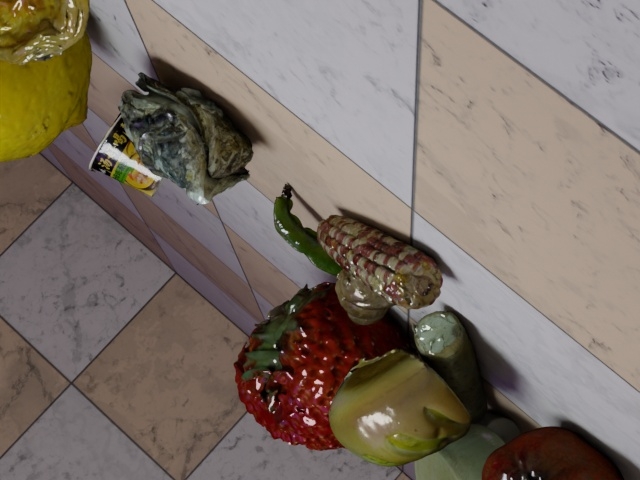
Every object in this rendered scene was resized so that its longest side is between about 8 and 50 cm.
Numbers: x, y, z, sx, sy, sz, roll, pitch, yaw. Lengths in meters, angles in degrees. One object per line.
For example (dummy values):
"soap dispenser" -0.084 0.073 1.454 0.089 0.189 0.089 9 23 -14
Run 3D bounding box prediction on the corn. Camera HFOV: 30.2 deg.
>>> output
"corn" 0.069 0.020 1.529 0.079 0.079 0.237 50 171 -35

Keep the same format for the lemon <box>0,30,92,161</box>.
"lemon" -0.507 -0.278 1.780 0.336 0.336 0.336 41 169 10

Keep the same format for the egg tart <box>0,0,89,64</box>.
"egg tart" -0.401 -0.347 1.569 0.241 0.106 0.241 9 121 16

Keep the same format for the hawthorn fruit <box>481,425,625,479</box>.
"hawthorn fruit" 0.339 0.367 1.640 0.208 0.208 0.248 33 -176 40

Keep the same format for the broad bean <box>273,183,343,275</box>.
"broad bean" -0.007 0.004 1.751 0.195 0.061 0.046 48 170 -23

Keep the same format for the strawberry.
"strawberry" 0.044 0.235 1.969 0.351 0.267 0.312 30 144 -19

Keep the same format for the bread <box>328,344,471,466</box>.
"bread" 0.101 0.252 1.678 0.158 0.156 0.261 52 172 -6

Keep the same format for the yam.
"yam" 0.199 0.198 1.744 0.083 0.083 0.371 37 169 27

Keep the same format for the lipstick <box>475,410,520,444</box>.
"lipstick" 0.253 0.315 2.000 0.070 0.070 0.254 45 169 -11

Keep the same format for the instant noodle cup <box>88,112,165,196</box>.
"instant noodle cup" -0.306 -0.153 2.018 0.122 0.151 0.151 33 169 -2

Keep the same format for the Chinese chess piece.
"Chinese chess piece" 0.238 0.405 1.827 0.250 0.101 0.250 163 90 -72

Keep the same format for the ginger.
"ginger" 0.069 0.075 1.705 0.104 0.080 0.204 17 167 -1

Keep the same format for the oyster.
"oyster" -0.193 -0.141 1.681 0.162 0.158 0.351 10 -160 -27
